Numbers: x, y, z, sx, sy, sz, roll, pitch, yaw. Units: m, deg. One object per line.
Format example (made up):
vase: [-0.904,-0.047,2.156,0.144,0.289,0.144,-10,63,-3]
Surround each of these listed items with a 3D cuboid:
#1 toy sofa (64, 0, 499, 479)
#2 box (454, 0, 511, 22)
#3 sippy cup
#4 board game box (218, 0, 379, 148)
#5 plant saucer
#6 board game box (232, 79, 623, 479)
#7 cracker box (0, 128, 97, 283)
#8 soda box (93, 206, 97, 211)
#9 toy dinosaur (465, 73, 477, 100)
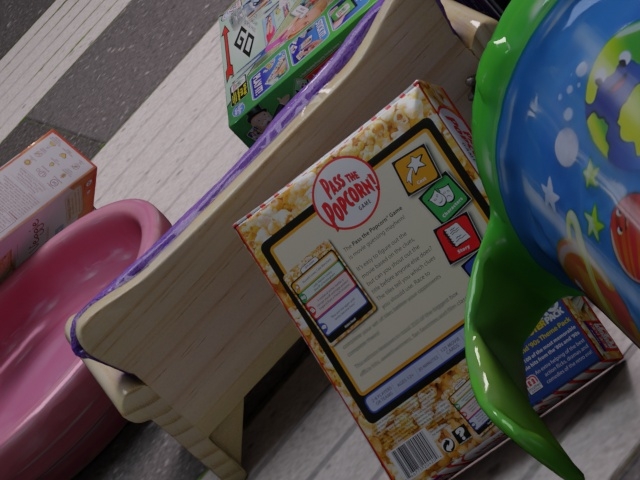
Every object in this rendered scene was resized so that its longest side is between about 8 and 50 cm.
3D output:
toy sofa: [-0.022,-0.026,1.247,0.362,0.177,0.150,-47,29,-2]
box: [0.150,-0.207,1.310,0.108,0.153,0.207,-45,21,3]
sippy cup: [0.212,-0.021,0.816,0.224,0.240,0.306,-116,33,-56]
board game box: [-0.004,-0.223,1.750,0.213,0.046,0.317,-41,22,13]
plant saucer: [-0.233,0.112,1.521,0.332,0.084,0.332,-38,22,19]
board game box: [0.059,0.028,1.029,0.146,0.193,0.045,-37,-16,18]
cracker box: [-0.317,0.019,1.689,0.232,0.067,0.156,-41,-18,-29]
soda box: [-0.304,0.016,1.839,0.053,0.060,0.169,-15,37,52]
toy dinosaur: [0.184,-0.076,1.118,0.313,0.121,0.160,-34,36,16]
